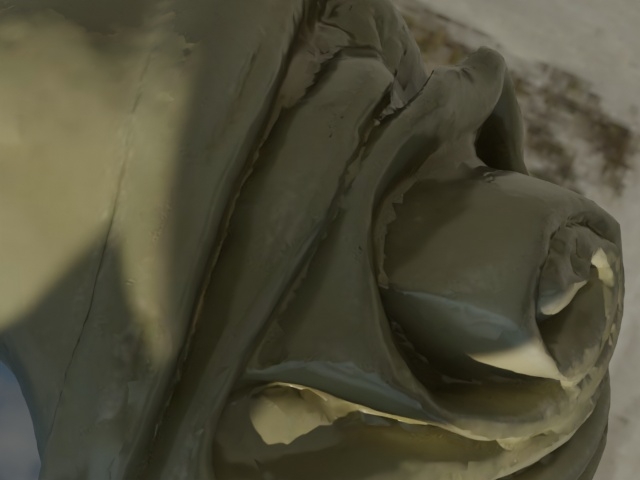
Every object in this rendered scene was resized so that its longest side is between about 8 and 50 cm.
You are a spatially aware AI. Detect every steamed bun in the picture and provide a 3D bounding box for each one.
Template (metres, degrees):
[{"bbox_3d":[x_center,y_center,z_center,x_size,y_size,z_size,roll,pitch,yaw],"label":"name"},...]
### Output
[{"bbox_3d":[0.005,0.001,0.657,0.310,0.219,0.324,13,-126,-62],"label":"steamed bun"}]
